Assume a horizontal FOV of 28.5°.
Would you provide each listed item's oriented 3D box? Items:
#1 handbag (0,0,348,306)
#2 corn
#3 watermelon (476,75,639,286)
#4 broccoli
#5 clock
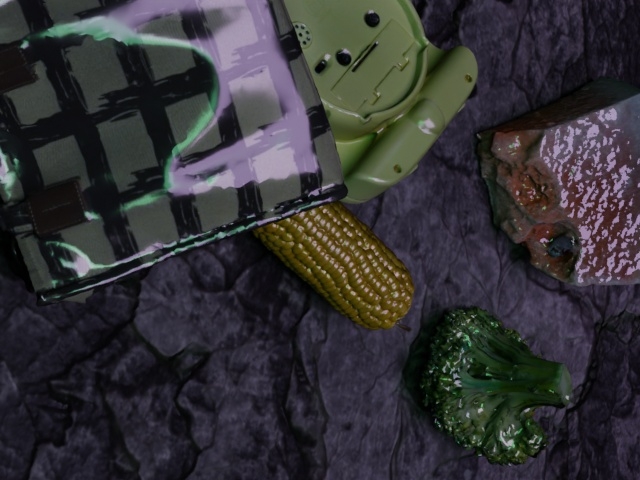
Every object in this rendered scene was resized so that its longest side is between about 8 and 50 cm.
[{"bbox_3d":[-0.174,-0.134,1.173,0.327,0.162,0.325,-25,107,-20],"label":"handbag"},{"bbox_3d":[0.000,0.000,1.416,0.310,0.101,0.101,42,68,-30],"label":"corn"},{"bbox_3d":[0.373,-0.066,1.692,0.302,0.151,0.264,-23,110,-37],"label":"watermelon"},{"bbox_3d":[0.231,0.184,1.573,0.194,0.194,0.220,-27,106,-36],"label":"broccoli"},{"bbox_3d":[0.008,-0.208,1.358,0.308,0.096,0.235,44,60,-10],"label":"clock"}]
